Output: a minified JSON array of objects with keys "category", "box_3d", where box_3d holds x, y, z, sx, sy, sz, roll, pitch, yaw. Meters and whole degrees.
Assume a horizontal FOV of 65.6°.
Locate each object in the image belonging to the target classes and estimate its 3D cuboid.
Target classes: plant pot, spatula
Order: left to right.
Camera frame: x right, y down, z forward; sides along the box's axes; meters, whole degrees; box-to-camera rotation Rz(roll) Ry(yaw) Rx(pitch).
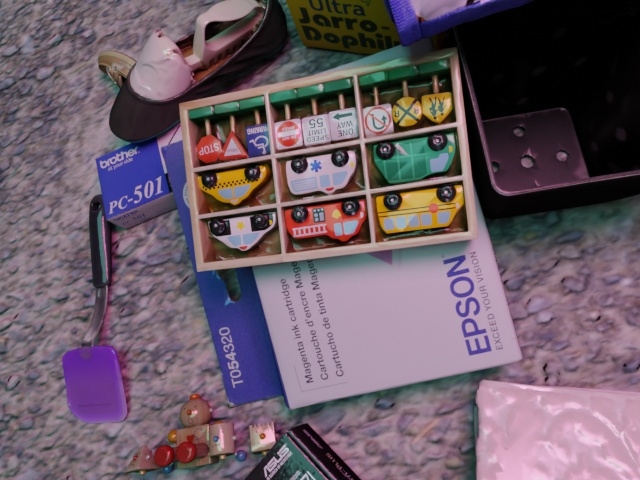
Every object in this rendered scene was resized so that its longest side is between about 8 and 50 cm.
[{"category":"spatula","box_3d":[-0.289,0.081,0.643,0.084,0.030,0.297,-9,73,13]},{"category":"plant pot","box_3d":[0.228,-0.115,0.496,0.187,0.167,0.188,-9,74,4]}]

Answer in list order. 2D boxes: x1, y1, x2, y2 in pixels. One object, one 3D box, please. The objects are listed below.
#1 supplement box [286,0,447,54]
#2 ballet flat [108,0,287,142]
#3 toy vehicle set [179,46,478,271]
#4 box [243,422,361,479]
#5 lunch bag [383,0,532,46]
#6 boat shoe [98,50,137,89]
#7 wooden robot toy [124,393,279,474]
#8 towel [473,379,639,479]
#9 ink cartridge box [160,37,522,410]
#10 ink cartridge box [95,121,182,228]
[{"category":"supplement box","box_3d":[0.094,-0.435,0.609,0.194,0.195,0.357,14,78,17]},{"category":"ballet flat","box_3d":[-0.165,-0.240,0.639,0.280,0.096,0.095,-41,73,-13]},{"category":"toy vehicle set","box_3d":[0.002,-0.068,0.468,0.266,0.035,0.166,-7,90,14]},{"category":"box","box_3d":[-0.030,0.304,0.493,0.147,0.077,0.180,42,87,20]},{"category":"lunch bag","box_3d":[0.142,-0.376,0.350,0.327,0.239,0.386,-19,85,14]},{"category":"boat shoe","box_3d":[-0.264,-0.223,0.710,0.153,0.056,0.048,28,78,12]},{"category":"wooden robot toy","box_3d":[-0.136,0.208,0.553,0.173,0.076,0.079,-14,61,9]},{"category":"towel","box_3d":[0.284,0.287,0.386,0.316,0.053,0.332,2,56,15]},{"category":"ink cartridge box","box_3d":[0.000,0.000,0.524,0.329,0.071,0.324,-16,88,11]},{"category":"ink cartridge box","box_3d":[-0.191,-0.099,0.662,0.207,0.046,0.097,-22,70,7]}]
